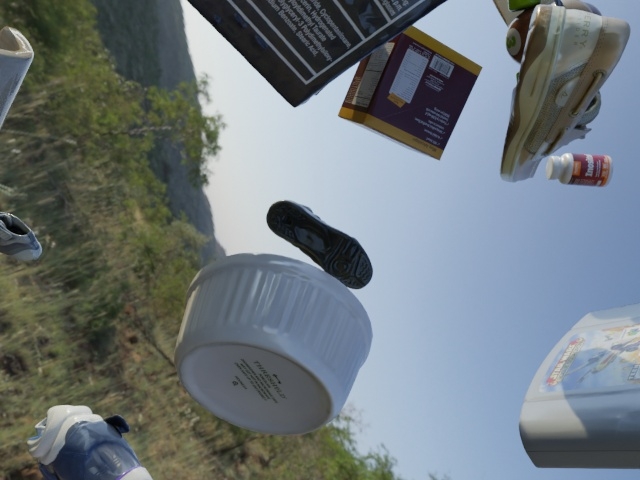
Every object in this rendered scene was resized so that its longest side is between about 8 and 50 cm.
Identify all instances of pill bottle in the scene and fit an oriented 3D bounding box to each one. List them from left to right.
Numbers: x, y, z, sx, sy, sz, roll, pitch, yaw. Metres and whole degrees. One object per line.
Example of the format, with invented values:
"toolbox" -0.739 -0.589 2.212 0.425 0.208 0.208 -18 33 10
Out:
"pill bottle" 0.694 -0.190 1.524 0.086 0.151 0.086 4 90 -85

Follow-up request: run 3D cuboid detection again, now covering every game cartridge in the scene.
"game cartridge" 0.360 0.155 0.672 0.198 0.297 0.062 -19 -80 46

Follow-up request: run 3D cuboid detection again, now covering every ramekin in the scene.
"ramekin" -0.073 0.154 0.774 0.127 0.272 0.273 -71 155 -46

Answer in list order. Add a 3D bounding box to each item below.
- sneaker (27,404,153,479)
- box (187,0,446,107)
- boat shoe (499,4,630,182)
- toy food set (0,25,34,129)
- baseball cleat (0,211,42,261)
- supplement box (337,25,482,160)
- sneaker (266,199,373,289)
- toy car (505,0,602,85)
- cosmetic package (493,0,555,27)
"sneaker" -0.401 0.406 0.992 0.236 0.130 0.323 39 -41 17
"box" 0.000 -0.313 0.417 0.296 0.293 0.183 38 31 -47
"boat shoe" 0.271 -0.148 0.659 0.302 0.098 0.109 63 40 -67
"toy food set" -0.295 -0.031 0.243 0.092 0.220 0.306 39 17 12
"baseball cleat" -0.677 -0.016 1.174 0.072 0.205 0.110 -74 168 -52
"supplement box" 0.171 -0.289 1.109 0.194 0.191 0.129 -66 -153 9
"sneaker" 0.000 0.000 1.055 0.227 0.087 0.130 34 7 -8
"toy car" 0.352 -0.316 0.862 0.188 0.148 0.155 -38 120 -61
"cosmetic package" 0.448 -0.423 1.102 0.237 0.107 0.127 20 45 -41
